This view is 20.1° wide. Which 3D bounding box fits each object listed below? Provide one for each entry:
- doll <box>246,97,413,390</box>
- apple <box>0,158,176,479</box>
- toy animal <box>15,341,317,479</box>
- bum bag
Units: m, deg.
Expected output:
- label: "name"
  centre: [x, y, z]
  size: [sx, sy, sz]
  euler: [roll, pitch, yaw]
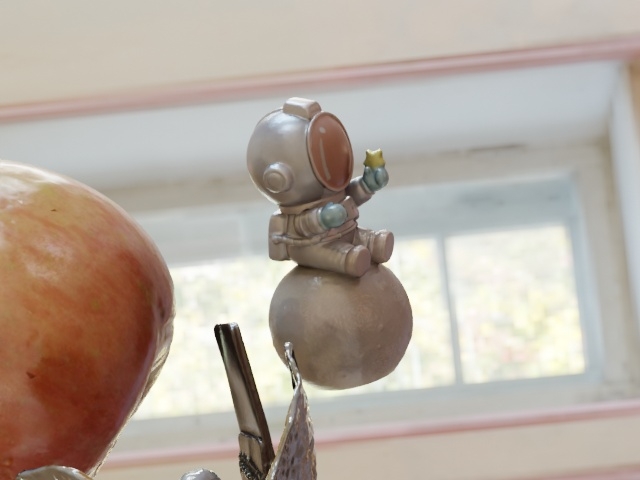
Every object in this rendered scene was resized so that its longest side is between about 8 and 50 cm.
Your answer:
- label: "doll"
  centre: [0.000, 0.000, 1.761]
  size: [0.151, 0.151, 0.287]
  euler: [-88, -15, -77]
- label: "apple"
  centre: [-0.323, 0.093, 1.757]
  size: [0.364, 0.364, 0.363]
  euler: [-5, -90, -88]
- label: "toy animal"
  centre: [-0.060, 0.262, 1.239]
  size: [0.302, 0.225, 0.284]
  euler: [-128, 17, -75]
- label: "bum bag"
  centre: [-0.063, 0.145, 1.497]
  size: [0.109, 0.026, 0.159]
  euler: [158, 97, -79]
